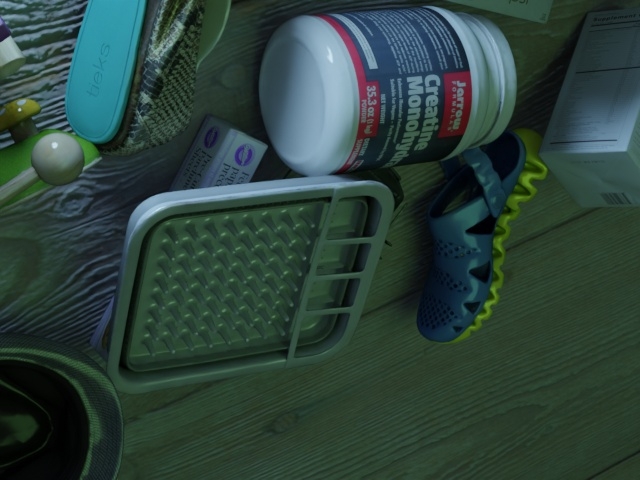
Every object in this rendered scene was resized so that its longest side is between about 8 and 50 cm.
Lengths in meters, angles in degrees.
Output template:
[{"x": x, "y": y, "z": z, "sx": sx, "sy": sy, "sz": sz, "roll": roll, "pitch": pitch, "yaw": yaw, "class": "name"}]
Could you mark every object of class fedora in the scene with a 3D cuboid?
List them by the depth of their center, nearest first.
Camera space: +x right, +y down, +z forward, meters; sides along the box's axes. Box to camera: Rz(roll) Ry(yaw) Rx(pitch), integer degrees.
[{"x": -0.374, "y": 0.222, "z": 1.651, "sx": 0.275, "sy": 0.124, "sz": 0.243, "roll": -5, "pitch": 95, "yaw": -25, "class": "fedora"}]

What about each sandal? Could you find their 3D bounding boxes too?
[{"x": 0.190, "y": -0.015, "z": 1.960, "sx": 0.138, "sy": 0.126, "sz": 0.317, "roll": 16, "pitch": 93, "yaw": -38, "class": "sandal"}]

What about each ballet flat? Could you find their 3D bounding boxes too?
[{"x": -0.161, "y": -0.321, "z": 1.552, "sx": 0.182, "sy": 0.164, "sz": 0.483, "roll": -18, "pitch": 129, "yaw": -46, "class": "ballet flat"}]

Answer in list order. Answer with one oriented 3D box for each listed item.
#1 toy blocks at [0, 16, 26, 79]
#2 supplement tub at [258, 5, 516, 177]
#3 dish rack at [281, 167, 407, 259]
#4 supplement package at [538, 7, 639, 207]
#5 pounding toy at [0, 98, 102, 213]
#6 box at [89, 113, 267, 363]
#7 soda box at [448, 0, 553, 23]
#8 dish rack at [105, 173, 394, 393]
[{"x": -0.459, "y": -0.237, "z": 1.313, "sx": 0.288, "sy": 0.309, "sz": 0.260, "roll": -33, "pitch": 85, "yaw": -8, "class": "toy blocks"}, {"x": 0.080, "y": -0.183, "z": 1.746, "sx": 0.272, "sy": 0.191, "sz": 0.191, "roll": -10, "pitch": 117, "yaw": -31, "class": "supplement tub"}, {"x": 0.000, "y": 0.000, "z": 1.858, "sx": 0.271, "sy": 0.074, "sz": 0.208, "roll": -53, "pitch": 131, "yaw": -2, "class": "dish rack"}, {"x": 0.415, "y": -0.182, "z": 1.960, "sx": 0.134, "sy": 0.139, "sz": 0.244, "roll": 44, "pitch": 59, "yaw": -40, "class": "supplement package"}, {"x": -0.334, "y": -0.091, "z": 1.510, "sx": 0.183, "sy": 0.237, "sz": 0.110, "roll": -26, "pitch": 99, "yaw": -4, "class": "pounding toy"}, {"x": -0.173, "y": 0.007, "z": 1.746, "sx": 0.063, "sy": 0.067, "sz": 0.324, "roll": 23, "pitch": 99, "yaw": -39, "class": "box"}, {"x": 0.201, "y": -0.334, "z": 1.837, "sx": 0.216, "sy": 0.069, "sz": 0.074, "roll": 5, "pitch": 107, "yaw": -37, "class": "soda box"}, {"x": -0.093, "y": 0.038, "z": 1.689, "sx": 0.333, "sy": 0.072, "sz": 0.285, "roll": -8, "pitch": 133, "yaw": -29, "class": "dish rack"}]
